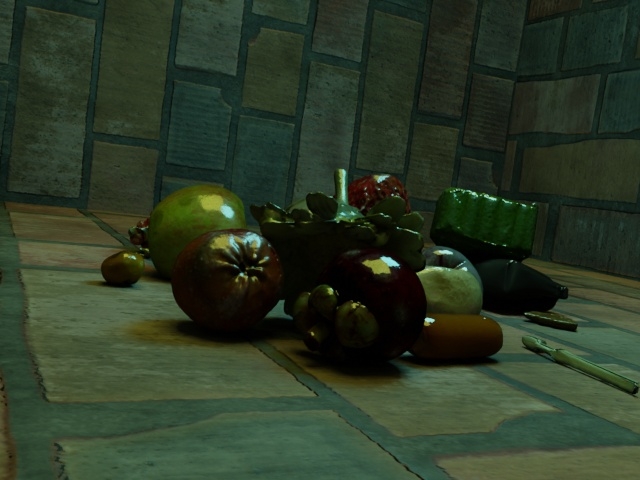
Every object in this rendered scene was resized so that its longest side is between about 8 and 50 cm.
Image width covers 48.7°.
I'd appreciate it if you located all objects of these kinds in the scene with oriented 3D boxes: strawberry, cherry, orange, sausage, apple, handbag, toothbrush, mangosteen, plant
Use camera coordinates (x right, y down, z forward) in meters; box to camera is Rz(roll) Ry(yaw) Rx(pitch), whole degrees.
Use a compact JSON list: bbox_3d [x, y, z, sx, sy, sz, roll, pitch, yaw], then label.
[{"bbox_3d":[0.124,-0.045,2.040,0.292,0.309,0.292,4,8,-1],"label":"strawberry"},{"bbox_3d":[0.259,0.093,1.478,0.176,0.140,0.176,47,-4,4],"label":"cherry"},{"bbox_3d":[-0.388,0.057,1.391,0.086,0.062,0.086,-12,-30,-7],"label":"orange"},{"bbox_3d":[0.213,0.151,1.121,0.198,0.076,0.076,4,6,-35],"label":"sausage"},{"bbox_3d":[-0.270,-0.001,1.597,0.226,0.246,0.246,-12,7,-6],"label":"apple"},{"bbox_3d":[0.459,0.112,1.819,0.257,0.113,0.285,11,-6,-32],"label":"handbag"},{"bbox_3d":[0.419,0.199,1.169,0.028,0.026,0.294,7,5,-15],"label":"toothbrush"},{"bbox_3d":[0.053,0.099,1.014,0.200,0.199,0.200,7,4,-1],"label":"mangosteen"},{"bbox_3d":[0.025,0.022,1.217,0.306,0.261,0.297,-4,12,7],"label":"plant"}]

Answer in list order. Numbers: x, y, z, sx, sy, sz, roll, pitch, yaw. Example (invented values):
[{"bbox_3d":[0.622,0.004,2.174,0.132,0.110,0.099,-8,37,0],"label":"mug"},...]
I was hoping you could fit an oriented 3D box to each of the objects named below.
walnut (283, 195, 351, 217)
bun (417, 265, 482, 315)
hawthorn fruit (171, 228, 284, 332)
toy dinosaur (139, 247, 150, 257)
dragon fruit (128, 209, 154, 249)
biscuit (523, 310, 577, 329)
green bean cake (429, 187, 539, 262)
[{"bbox_3d":[-0.002,0.000,1.751,0.248,0.248,0.248,7,4,-1],"label":"walnut"},{"bbox_3d":[0.194,0.114,1.289,0.179,0.127,0.193,6,-7,-18],"label":"bun"},{"bbox_3d":[-0.148,0.065,1.102,0.173,0.172,0.173,7,4,-1],"label":"hawthorn fruit"},{"bbox_3d":[-0.455,0.032,1.848,0.041,0.026,0.113,7,1,-25],"label":"toy dinosaur"},{"bbox_3d":[-0.440,-0.023,1.947,0.208,0.150,0.133,-5,44,-49],"label":"dragon fruit"},{"bbox_3d":[0.528,0.182,1.602,0.120,0.019,0.130,6,4,-26],"label":"biscuit"},{"bbox_3d":[0.416,-0.030,1.835,0.250,0.156,0.247,12,-6,5],"label":"green bean cake"}]
